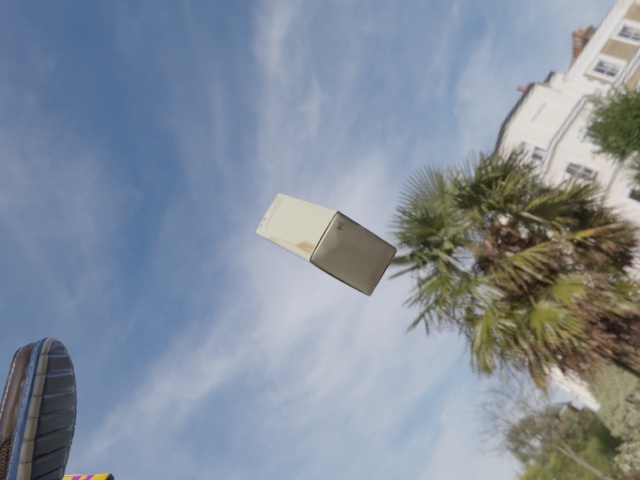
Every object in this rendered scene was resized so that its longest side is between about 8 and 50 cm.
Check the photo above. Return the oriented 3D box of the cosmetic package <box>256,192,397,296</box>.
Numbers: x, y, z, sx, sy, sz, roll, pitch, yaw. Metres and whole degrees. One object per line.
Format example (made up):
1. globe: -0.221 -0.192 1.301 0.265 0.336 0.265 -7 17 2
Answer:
1. cosmetic package: 0.000 0.000 0.441 0.060 0.115 0.041 31 -93 -25

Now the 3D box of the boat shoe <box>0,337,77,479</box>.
1. boat shoe: -0.209 0.155 0.378 0.066 0.066 0.183 87 -175 -74

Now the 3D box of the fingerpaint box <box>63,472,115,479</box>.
1. fingerpaint box: -0.348 0.603 0.736 0.371 0.163 0.444 -58 -45 -65
